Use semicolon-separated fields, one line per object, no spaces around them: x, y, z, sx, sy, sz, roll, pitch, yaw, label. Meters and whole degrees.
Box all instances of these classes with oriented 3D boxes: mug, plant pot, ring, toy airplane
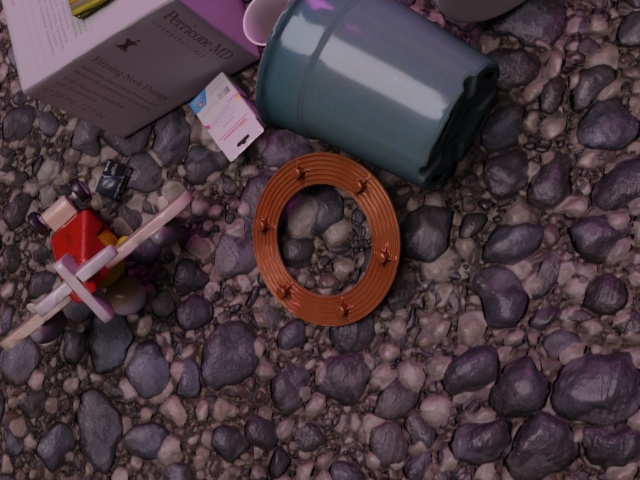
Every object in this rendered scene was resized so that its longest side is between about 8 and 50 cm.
-0.074;-0.401;1.732;0.113;0.169;0.150;25;92;27;mug
0.118;-0.280;1.548;0.334;0.341;0.341;31;94;18;plant pot
0.000;0.000;1.643;0.336;0.032;0.337;5;99;32;ring
-0.456;0.066;1.772;0.386;0.272;0.385;-9;44;37;toy airplane

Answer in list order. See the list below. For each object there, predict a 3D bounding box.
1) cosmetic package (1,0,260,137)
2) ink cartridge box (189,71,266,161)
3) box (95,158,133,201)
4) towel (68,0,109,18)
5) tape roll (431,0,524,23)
-0.407;-0.481;1.817;0.393;0.329;0.328;-26;69;20;cosmetic package
-0.186;-0.255;1.817;0.104;0.061;0.181;-42;65;13;ink cartridge box
-0.471;-0.138;1.956;0.067;0.018;0.083;24;91;27;box
-0.455;-0.548;1.659;0.102;0.021;0.237;-22;70;15;towel
0.329;-0.541;1.442;0.392;0.392;0.072;-41;65;13;tape roll
